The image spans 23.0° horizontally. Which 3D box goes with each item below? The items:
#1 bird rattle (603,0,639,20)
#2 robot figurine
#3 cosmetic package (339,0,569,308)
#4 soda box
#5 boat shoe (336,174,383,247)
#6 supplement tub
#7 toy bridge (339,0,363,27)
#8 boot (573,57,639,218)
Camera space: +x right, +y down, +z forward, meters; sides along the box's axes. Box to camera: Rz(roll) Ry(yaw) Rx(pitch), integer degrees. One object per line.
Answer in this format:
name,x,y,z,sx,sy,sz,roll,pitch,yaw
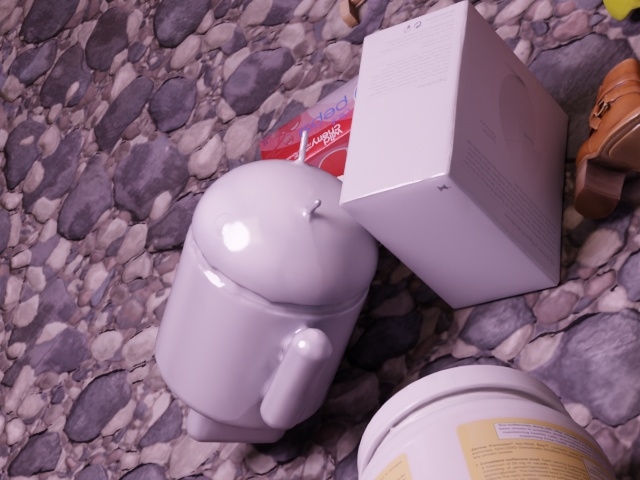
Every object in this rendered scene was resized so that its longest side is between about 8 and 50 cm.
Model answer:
bird rattle,0.363,-0.358,1.670,0.207,0.253,0.143,7,63,19
robot figurine,-0.058,0.059,1.675,0.300,0.200,0.353,-116,37,-45
cosmetic package,0.146,-0.084,1.649,0.138,0.224,0.224,-17,49,32
soda box,0.058,-0.136,1.874,0.263,0.092,0.083,-32,42,20
boat shoe,0.003,0.002,1.809,0.305,0.109,0.091,-20,48,39
supplement tub,0.155,0.285,1.319,0.241,0.241,0.331,-36,31,15
toy bridge,0.106,-0.348,2.049,0.188,0.026,0.063,-28,43,23
boot,0.317,-0.130,1.598,0.197,0.073,0.152,-49,20,52
